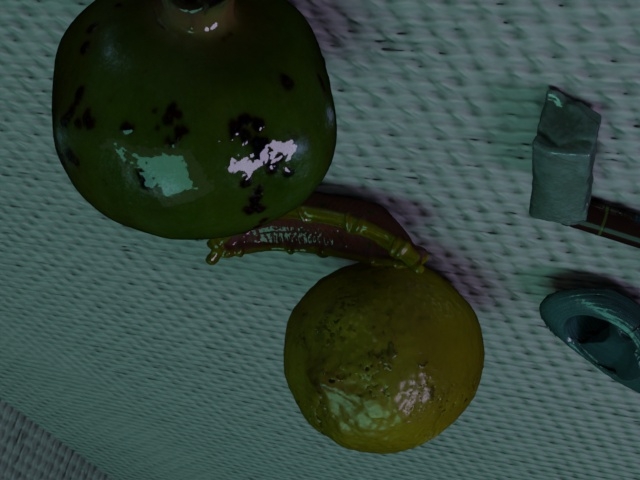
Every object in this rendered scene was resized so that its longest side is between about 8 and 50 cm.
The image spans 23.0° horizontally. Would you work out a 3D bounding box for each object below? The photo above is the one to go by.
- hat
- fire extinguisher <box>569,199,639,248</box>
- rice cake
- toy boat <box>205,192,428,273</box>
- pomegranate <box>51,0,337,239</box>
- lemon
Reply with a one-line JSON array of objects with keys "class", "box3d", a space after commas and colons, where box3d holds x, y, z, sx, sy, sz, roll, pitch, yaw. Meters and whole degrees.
[{"class": "hat", "box3d": [0.372, 0.111, 1.999, 0.191, 0.078, 0.138, 40, 148, -2]}, {"class": "fire extinguisher", "box3d": [0.337, -0.015, 1.762, 0.132, 0.039, 0.056, 17, -168, 3]}, {"class": "rice cake", "box3d": [0.255, -0.078, 1.643, 0.069, 0.063, 0.206, 13, 159, 9]}, {"class": "toy boat", "box3d": [0.000, -0.006, 1.998, 0.317, 0.099, 0.141, 3, 157, 30]}, {"class": "pomegranate", "box3d": [-0.111, -0.146, 1.520, 0.290, 0.291, 0.323, 23, 150, -9]}, {"class": "lemon", "box3d": [0.087, 0.151, 2.085, 0.257, 0.258, 0.310, 6, -179, 31]}]
